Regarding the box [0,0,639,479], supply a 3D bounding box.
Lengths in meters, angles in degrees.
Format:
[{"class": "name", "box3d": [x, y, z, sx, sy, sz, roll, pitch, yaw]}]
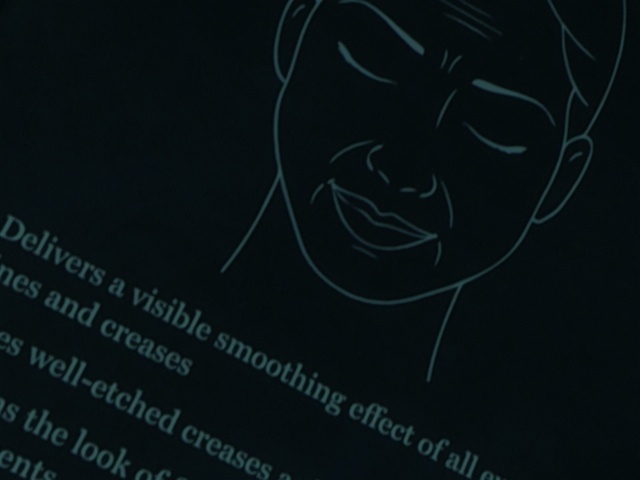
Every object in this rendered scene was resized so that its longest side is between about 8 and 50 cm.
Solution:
[{"class": "box", "box3d": [0.000, 0.000, 0.500, 0.293, 0.396, 0.212, 29, 164, -8]}]
